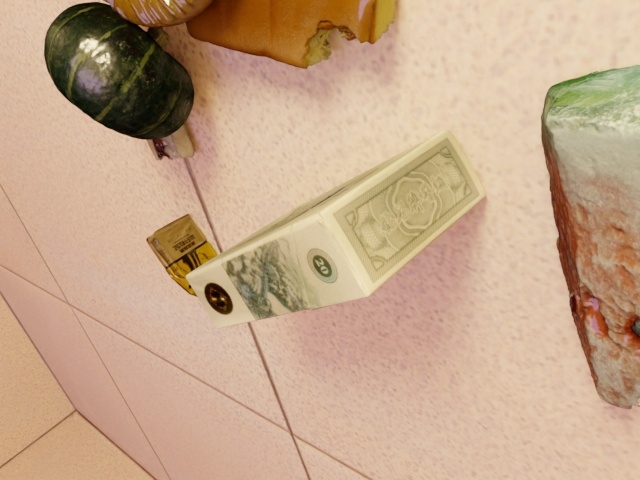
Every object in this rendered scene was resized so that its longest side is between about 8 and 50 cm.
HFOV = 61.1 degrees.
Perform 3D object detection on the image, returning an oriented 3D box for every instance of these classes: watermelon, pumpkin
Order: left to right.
[{"bbox_3d":[-0.221,-0.188,0.603,0.167,0.167,0.125,40,113,17],"label":"pumpkin"},{"bbox_3d":[0.208,0.012,0.364,0.154,0.095,0.241,24,139,44],"label":"watermelon"}]

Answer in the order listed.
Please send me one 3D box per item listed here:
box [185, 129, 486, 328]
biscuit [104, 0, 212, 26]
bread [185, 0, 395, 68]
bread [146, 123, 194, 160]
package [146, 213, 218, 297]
[{"bbox_3d":[0.000,0.000,0.503,0.257,0.164,0.069,-21,101,54],"label":"box"},{"bbox_3d":[-0.162,-0.343,0.445,0.318,0.040,0.317,25,126,40],"label":"biscuit"},{"bbox_3d":[-0.036,-0.202,0.466,0.226,0.049,0.087,27,136,31],"label":"bread"},{"bbox_3d":[-0.207,-0.141,0.722,0.083,0.035,0.070,12,127,46],"label":"bread"},{"bbox_3d":[-0.199,0.029,0.831,0.131,0.071,0.047,53,139,-5],"label":"package"}]
